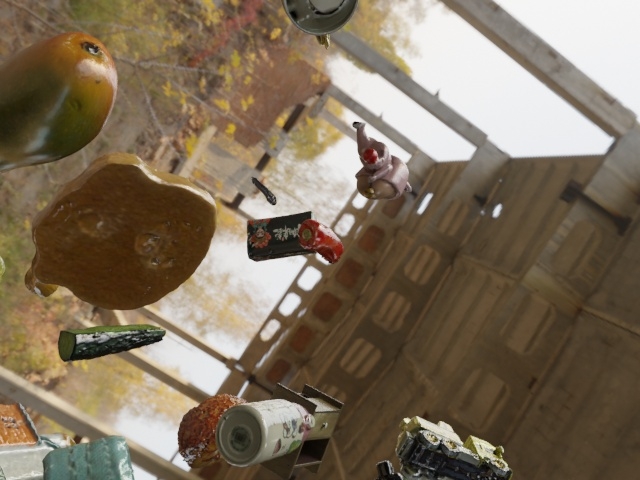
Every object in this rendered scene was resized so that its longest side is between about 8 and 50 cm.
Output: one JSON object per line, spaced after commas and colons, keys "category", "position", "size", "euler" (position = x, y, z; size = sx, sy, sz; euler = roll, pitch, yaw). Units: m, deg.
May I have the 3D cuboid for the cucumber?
{"category": "cucumber", "position": [-0.422, 0.210, 1.209], "size": [0.078, 0.211, 0.062], "euler": [5, -90, 41]}

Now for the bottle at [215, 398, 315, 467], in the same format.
{"category": "bottle", "position": [-0.100, 0.389, 1.218], "size": [0.120, 0.120, 0.253], "euler": [-54, 154, 8]}

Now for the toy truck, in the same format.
{"category": "toy truck", "position": [0.315, 0.523, 1.441], "size": [0.157, 0.272, 0.124], "euler": [-88, -158, -71]}

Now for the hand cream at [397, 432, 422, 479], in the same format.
{"category": "hand cream", "position": [0.259, 0.632, 1.497], "size": [0.321, 0.109, 0.067], "euler": [-99, -158, -50]}

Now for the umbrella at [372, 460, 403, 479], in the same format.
{"category": "umbrella", "position": [0.210, 0.732, 1.579], "size": [0.122, 0.272, 0.110], "euler": [-20, 158, 9]}

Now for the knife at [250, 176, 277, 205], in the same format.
{"category": "knife", "position": [-0.186, -0.163, 1.926], "size": [0.031, 0.121, 0.018], "euler": [-44, 175, -24]}

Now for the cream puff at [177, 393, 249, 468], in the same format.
{"category": "cream puff", "position": [-0.283, 0.508, 1.589], "size": [0.240, 0.164, 0.240], "euler": [-34, 155, -18]}

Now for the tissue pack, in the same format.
{"category": "tissue pack", "position": [-0.088, -0.008, 1.419], "size": [0.090, 0.170, 0.103], "euler": [52, 31, -71]}

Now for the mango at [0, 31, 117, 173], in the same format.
{"category": "mango", "position": [-0.383, -0.171, 0.775], "size": [0.289, 0.129, 0.146], "euler": [-14, -105, 22]}

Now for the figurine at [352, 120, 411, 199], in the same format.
{"category": "figurine", "position": [0.161, -0.217, 1.785], "size": [0.186, 0.176, 0.287], "euler": [-55, 147, -15]}

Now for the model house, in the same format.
{"category": "model house", "position": [-0.660, 0.473, 1.233], "size": [0.190, 0.271, 0.301], "euler": [-53, 149, 8]}

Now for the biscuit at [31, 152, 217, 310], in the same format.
{"category": "biscuit", "position": [-0.418, -0.005, 1.270], "size": [0.385, 0.365, 0.062], "euler": [-44, -136, 19]}

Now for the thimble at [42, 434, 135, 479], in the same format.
{"category": "thimble", "position": [-0.391, 0.461, 1.029], "size": [0.198, 0.143, 0.235], "euler": [-139, -137, -59]}

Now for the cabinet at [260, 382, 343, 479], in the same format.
{"category": "cabinet", "position": [-0.061, 0.525, 1.633], "size": [0.175, 0.148, 0.215], "euler": [28, 82, -60]}

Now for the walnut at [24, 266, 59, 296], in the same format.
{"category": "walnut", "position": [-0.838, 0.130, 1.785], "size": [0.091, 0.121, 0.052], "euler": [-43, -130, -20]}

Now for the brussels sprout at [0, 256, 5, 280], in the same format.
{"category": "brussels sprout", "position": [-0.958, 0.084, 1.557], "size": [0.161, 0.223, 0.223], "euler": [-3, -131, 45]}

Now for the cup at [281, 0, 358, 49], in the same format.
{"category": "cup", "position": [-0.017, -0.614, 1.487], "size": [0.185, 0.241, 0.226], "euler": [-16, -139, -6]}

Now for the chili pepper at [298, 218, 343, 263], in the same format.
{"category": "chili pepper", "position": [0.000, 0.000, 1.257], "size": [0.070, 0.123, 0.073], "euler": [-15, -114, 20]}
